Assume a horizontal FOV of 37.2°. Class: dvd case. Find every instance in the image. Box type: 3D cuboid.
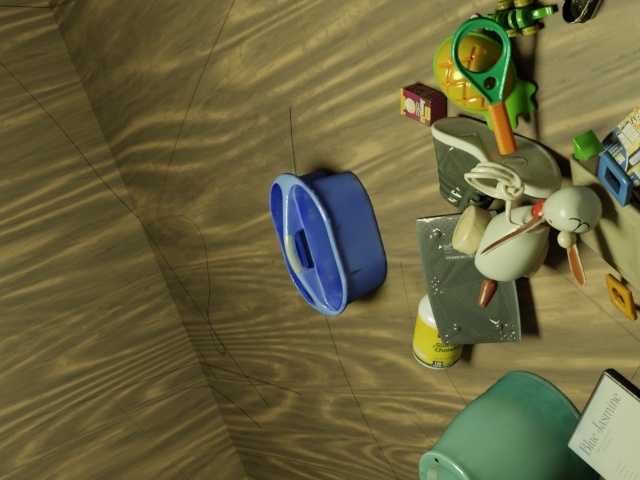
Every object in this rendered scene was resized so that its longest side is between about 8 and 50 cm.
[{"bbox_3d":[0.544,0.359,1.600,0.253,0.022,0.180,42,130,36],"label":"dvd case"}]

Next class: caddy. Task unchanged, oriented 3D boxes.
[{"bbox_3d":[0.000,0.000,2.126,0.241,0.179,0.341,9,119,58],"label":"caddy"}]

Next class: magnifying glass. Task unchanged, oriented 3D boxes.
[{"bbox_3d":[0.270,-0.242,1.502,0.026,0.092,0.231,-99,-11,-64],"label":"magnifying glass"}]

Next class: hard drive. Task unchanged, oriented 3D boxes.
[{"bbox_3d":[0.279,0.066,1.759,0.172,0.054,0.255,-6,105,28],"label":"hard drive"}]

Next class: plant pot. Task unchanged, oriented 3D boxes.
[{"bbox_3d":[0.336,0.423,1.804,0.271,0.255,0.272,40,143,40],"label":"plant pot"}]

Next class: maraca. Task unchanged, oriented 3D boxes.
[{"bbox_3d":[0.268,-0.261,1.556,0.185,0.099,0.127,43,128,0],"label":"maraca"}]

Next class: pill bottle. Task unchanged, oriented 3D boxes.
[{"bbox_3d":[0.245,0.166,1.917,0.103,0.103,0.184,43,145,36],"label":"pill bottle"}]

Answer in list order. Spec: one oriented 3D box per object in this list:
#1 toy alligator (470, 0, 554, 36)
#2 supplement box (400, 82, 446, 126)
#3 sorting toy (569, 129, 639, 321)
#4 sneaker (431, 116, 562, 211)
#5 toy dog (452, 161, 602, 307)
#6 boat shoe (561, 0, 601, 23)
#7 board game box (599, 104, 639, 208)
[{"bbox_3d":[0.286,-0.348,1.501,0.189,0.051,0.056,10,120,57],"label":"toy alligator"},{"bbox_3d":[0.189,-0.250,1.750,0.083,0.043,0.055,33,137,44],"label":"supplement box"},{"bbox_3d":[0.449,-0.022,1.435,0.196,0.047,0.348,59,174,45],"label":"sorting toy"},{"bbox_3d":[0.302,-0.101,1.625,0.296,0.104,0.147,37,144,48],"label":"sneaker"},{"bbox_3d":[0.316,0.017,1.511,0.220,0.161,0.334,14,166,9],"label":"toy dog"},{"bbox_3d":[0.378,-0.366,1.344,0.049,0.042,0.133,48,146,33],"label":"boat shoe"},{"bbox_3d":[0.495,-0.099,1.346,0.193,0.045,0.147,58,152,13],"label":"board game box"}]
